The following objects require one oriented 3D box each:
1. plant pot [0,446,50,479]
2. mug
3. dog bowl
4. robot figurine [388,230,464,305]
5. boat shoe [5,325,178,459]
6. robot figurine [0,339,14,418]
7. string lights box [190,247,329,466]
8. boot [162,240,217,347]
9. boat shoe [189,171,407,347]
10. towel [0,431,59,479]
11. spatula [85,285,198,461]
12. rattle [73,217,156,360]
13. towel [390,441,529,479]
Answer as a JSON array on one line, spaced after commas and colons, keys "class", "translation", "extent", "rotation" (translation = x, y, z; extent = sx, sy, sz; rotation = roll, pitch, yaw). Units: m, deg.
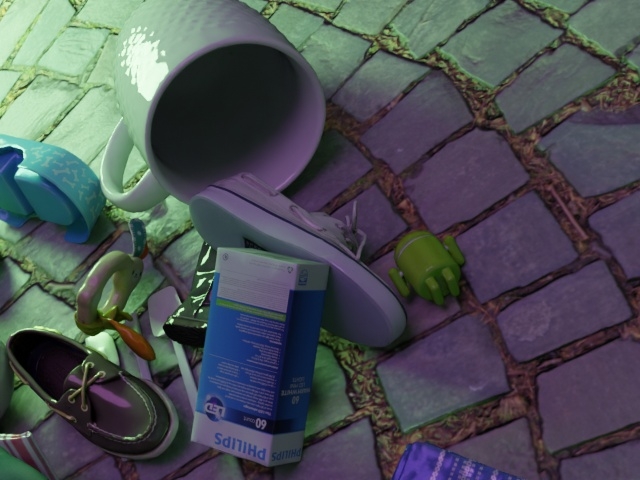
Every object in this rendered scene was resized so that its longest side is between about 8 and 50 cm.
[{"class": "plant pot", "translation": [-0.390, 0.423, 1.565], "extent": [0.196, 0.293, 0.293], "rotation": [22, 67, 10]}, {"class": "mug", "translation": [-0.208, -0.204, 1.923], "extent": [0.374, 0.276, 0.328], "rotation": [-50, 38, 11]}, {"class": "dog bowl", "translation": [-0.468, -0.092, 2.047], "extent": [0.297, 0.166, 0.074], "rotation": [13, 53, 35]}, {"class": "robot figurine", "translation": [0.141, 0.033, 1.675], "extent": [0.101, 0.067, 0.115], "rotation": [-32, 47, -4]}, {"class": "boat shoe", "translation": [-0.328, 0.209, 1.770], "extent": [0.324, 0.097, 0.116], "rotation": [25, 78, 42]}, {"class": "robot figurine", "translation": [-0.590, 0.183, 1.879], "extent": [0.353, 0.200, 0.300], "rotation": [31, 115, 41]}, {"class": "string lights box", "translation": [-0.079, 0.147, 1.624], "extent": [0.133, 0.077, 0.259], "rotation": [12, 96, 34]}, {"class": "boot", "translation": [-0.114, 0.061, 1.803], "extent": [0.190, 0.076, 0.208], "rotation": [13, 53, 23]}, {"class": "boat shoe", "translation": [-0.001, 0.006, 1.737], "extent": [0.367, 0.136, 0.156], "rotation": [30, 50, 31]}, {"class": "towel", "translation": [-0.444, 0.319, 1.741], "extent": [0.197, 0.144, 0.029], "rotation": [-6, 34, 25]}, {"class": "spatula", "translation": [-0.250, 0.188, 1.810], "extent": [0.168, 0.019, 0.242], "rotation": [-29, 48, 6]}, {"class": "rattle", "translation": [-0.261, 0.066, 1.850], "extent": [0.143, 0.130, 0.199], "rotation": [9, 36, 28]}, {"class": "towel", "translation": [0.193, 0.374, 1.416], "extent": [0.336, 0.040, 0.243], "rotation": [14, 66, 35]}]
